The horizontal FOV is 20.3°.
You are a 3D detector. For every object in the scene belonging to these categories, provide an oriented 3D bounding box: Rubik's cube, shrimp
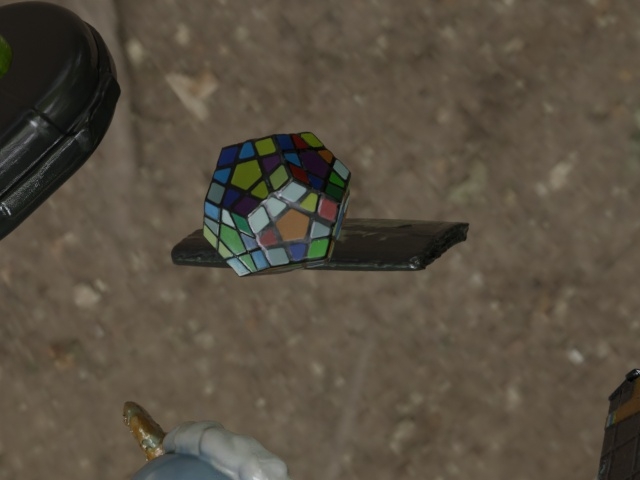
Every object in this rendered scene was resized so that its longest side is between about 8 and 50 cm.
[{"bbox_3d":[-0.036,-0.029,1.488,0.112,0.133,0.133,17,126,4],"label":"Rubik's cube"},{"bbox_3d":[-0.144,0.212,1.735,0.043,0.091,0.184,-35,139,-6],"label":"shrimp"}]

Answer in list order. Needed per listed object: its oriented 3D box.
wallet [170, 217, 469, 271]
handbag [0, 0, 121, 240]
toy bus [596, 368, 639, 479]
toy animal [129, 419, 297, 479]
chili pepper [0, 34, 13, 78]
[{"bbox_3d":[0.000,0.000,2.079,0.170,0.321,0.044,-24,111,-62],"label":"wallet"},{"bbox_3d":[-0.329,-0.104,1.702,0.308,0.254,0.093,-45,132,-13],"label":"handbag"},{"bbox_3d":[0.403,0.291,1.985,0.162,0.323,0.194,25,145,-13],"label":"toy bus"},{"bbox_3d":[-0.101,0.250,1.384,0.204,0.208,0.156,-47,114,-23],"label":"toy animal"},{"bbox_3d":[-0.303,-0.154,1.486,0.052,0.050,0.201,-37,-178,15],"label":"chili pepper"}]
